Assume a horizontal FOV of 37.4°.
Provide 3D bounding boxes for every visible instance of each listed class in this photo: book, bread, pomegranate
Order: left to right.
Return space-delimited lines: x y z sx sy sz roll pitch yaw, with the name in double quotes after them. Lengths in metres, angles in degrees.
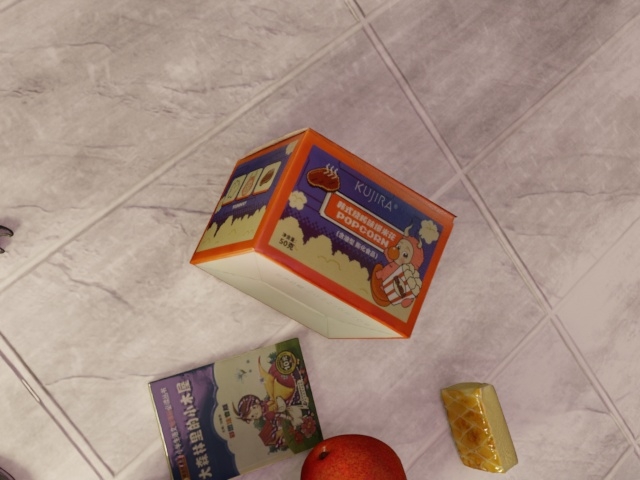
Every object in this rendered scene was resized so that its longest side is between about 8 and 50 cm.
-0.155 0.335 1.820 0.322 0.018 0.228 -15 92 -28 "book"
0.072 0.494 1.815 0.221 0.221 0.257 -34 117 -26 "pomegranate"
0.334 0.394 2.009 0.068 0.125 0.188 -21 95 -35 "bread"

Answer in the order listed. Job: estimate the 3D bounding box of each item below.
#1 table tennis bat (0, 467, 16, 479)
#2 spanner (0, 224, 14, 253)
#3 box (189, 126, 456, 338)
-0.635 0.424 1.544 0.301 0.022 0.173 24 62 -20 "table tennis bat"
-0.651 -0.029 1.600 0.254 0.015 0.054 16 78 -25 "spanner"
0.000 0.000 1.766 0.348 0.318 0.257 30 70 -21 "box"
